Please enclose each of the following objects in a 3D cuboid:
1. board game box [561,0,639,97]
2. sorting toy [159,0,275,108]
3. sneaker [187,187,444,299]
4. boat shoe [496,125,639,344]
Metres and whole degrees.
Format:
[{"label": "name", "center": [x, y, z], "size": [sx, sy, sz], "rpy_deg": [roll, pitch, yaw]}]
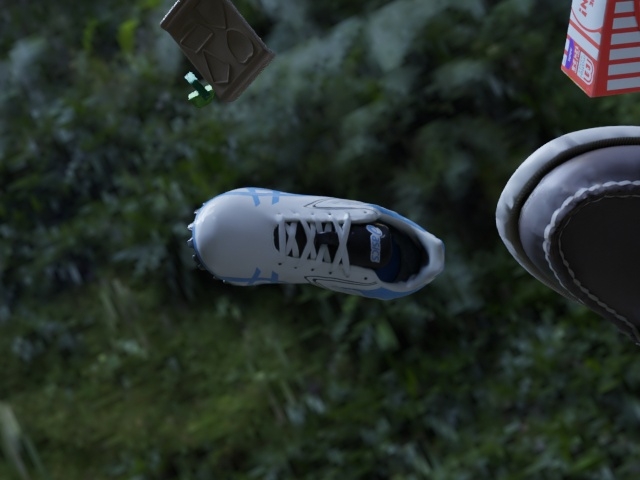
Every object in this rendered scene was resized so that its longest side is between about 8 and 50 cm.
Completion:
[{"label": "board game box", "center": [0.256, -0.174, 1.160], "size": [0.194, 0.045, 0.146], "rpy_deg": [-9, -56, -19]}, {"label": "sorting toy", "center": [-0.063, -0.108, 1.039], "size": [0.012, 0.062, 0.083], "rpy_deg": [-42, 0, -39]}, {"label": "sneaker", "center": [0.000, 0.000, 1.476], "size": [0.237, 0.085, 0.086], "rpy_deg": [6, -13, -38]}, {"label": "boat shoe", "center": [0.236, 0.032, 1.033], "size": [0.324, 0.096, 0.116], "rpy_deg": [24, -68, -37]}]
